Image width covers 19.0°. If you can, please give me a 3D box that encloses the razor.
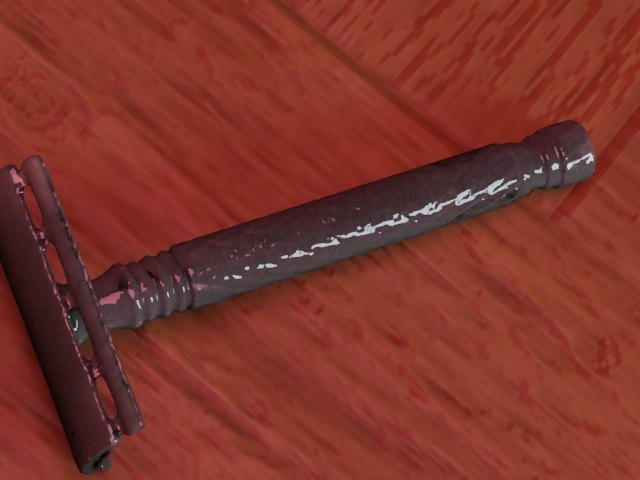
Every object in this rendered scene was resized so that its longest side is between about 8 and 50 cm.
[{"bbox_3d":[0.000,0.000,0.714,0.232,0.068,0.106,-17,78,-22],"label":"razor"}]
